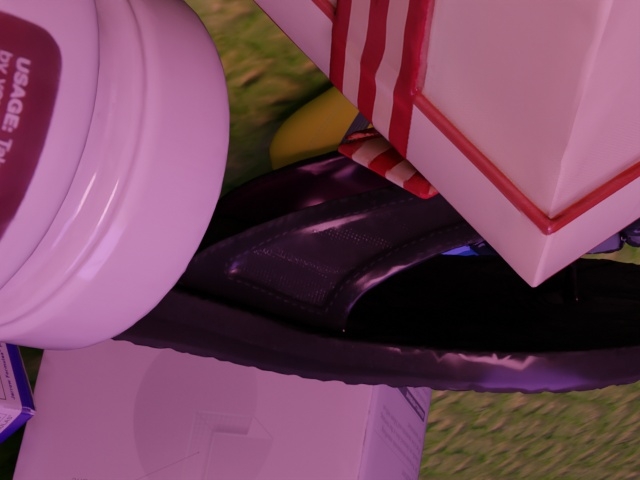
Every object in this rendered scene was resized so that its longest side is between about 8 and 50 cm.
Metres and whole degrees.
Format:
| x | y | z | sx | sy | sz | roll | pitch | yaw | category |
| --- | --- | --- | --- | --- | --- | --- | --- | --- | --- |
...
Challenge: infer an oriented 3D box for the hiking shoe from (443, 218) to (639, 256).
| x | y | z | sx | sy | sz | roll | pitch | yaw | category |
| --- | --- | --- | --- | --- | --- | --- | --- | --- | --- |
| 0.107 | -0.039 | 1.071 | 0.304 | 0.113 | 0.132 | -17 | 155 | -20 | hiking shoe |

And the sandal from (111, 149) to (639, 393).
| x | y | z | sx | sy | sz | roll | pitch | yaw | category |
| --- | --- | --- | --- | --- | --- | --- | --- | --- | --- |
| -0.002 | 0.001 | 0.911 | 0.446 | 0.167 | 0.107 | 7 | 111 | 1 | sandal |

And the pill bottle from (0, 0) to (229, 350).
| x | y | z | sx | sy | sz | roll | pitch | yaw | category |
| --- | --- | --- | --- | --- | --- | --- | --- | --- | --- |
| -0.235 | -0.078 | 0.666 | 0.224 | 0.224 | 0.392 | -38 | 146 | 26 | pill bottle |

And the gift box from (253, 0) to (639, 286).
| x | y | z | sx | sy | sz | roll | pitch | yaw | category |
| --- | --- | --- | --- | --- | --- | --- | --- | --- | --- |
| 0.111 | -0.174 | 0.724 | 0.255 | 0.276 | 0.258 | -26 | 149 | -20 | gift box |

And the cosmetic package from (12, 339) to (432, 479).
| x | y | z | sx | sy | sz | roll | pitch | yaw | category |
| --- | --- | --- | --- | --- | --- | --- | --- | --- | --- |
| -0.064 | 0.159 | 1.038 | 0.224 | 0.224 | 0.138 | 4 | 157 | 19 | cosmetic package |

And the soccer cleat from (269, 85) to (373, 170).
| x | y | z | sx | sy | sz | roll | pitch | yaw | category |
| --- | --- | --- | --- | --- | --- | --- | --- | --- | --- |
| 0.098 | -0.116 | 0.991 | 0.289 | 0.093 | 0.121 | -19 | 120 | 4 | soccer cleat |

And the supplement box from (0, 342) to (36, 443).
| x | y | z | sx | sy | sz | roll | pitch | yaw | category |
| --- | --- | --- | --- | --- | --- | --- | --- | --- | --- |
| -0.298 | 0.073 | 0.983 | 0.111 | 0.114 | 0.220 | -39 | 148 | 29 | supplement box |
